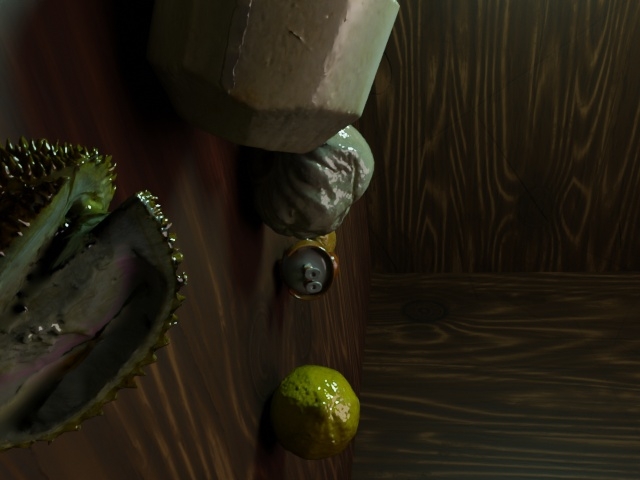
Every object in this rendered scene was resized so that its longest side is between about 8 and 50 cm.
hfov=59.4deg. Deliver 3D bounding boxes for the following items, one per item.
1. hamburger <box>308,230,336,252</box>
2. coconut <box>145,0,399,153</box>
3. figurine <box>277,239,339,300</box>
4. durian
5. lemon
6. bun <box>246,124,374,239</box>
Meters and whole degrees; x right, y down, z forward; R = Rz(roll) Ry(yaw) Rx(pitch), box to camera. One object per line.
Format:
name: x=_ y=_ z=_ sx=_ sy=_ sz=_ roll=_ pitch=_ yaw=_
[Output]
hamburger: x=0.000 y=0.008 z=1.645 sx=0.102 sy=0.087 sz=0.176 roll=-82 pitch=169 yaw=-47
coconut: x=-0.059 y=-0.279 z=0.719 sx=0.323 sy=0.323 sz=0.323 roll=-1 pitch=90 yaw=-80
figurine: x=-0.042 y=0.058 z=1.361 sx=0.271 sy=0.143 sz=0.143 roll=-150 pitch=-127 yaw=-63
durian: x=-0.219 y=0.038 z=0.374 sx=0.237 sy=0.138 sz=0.193 roll=-35 pitch=136 yaw=-25
lemon: x=-0.012 y=0.376 z=1.237 sx=0.260 sy=0.204 sz=0.204 roll=98 pitch=-4 yaw=-68
bun: x=-0.036 y=-0.143 z=1.115 sx=0.205 sy=0.281 sz=0.281 roll=24 pitch=62 yaw=-50
